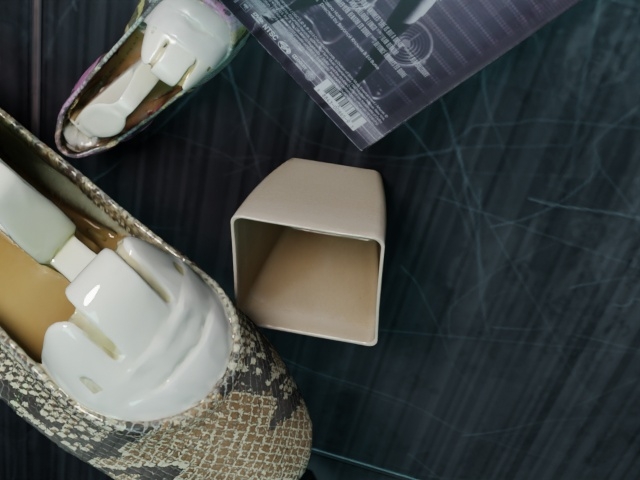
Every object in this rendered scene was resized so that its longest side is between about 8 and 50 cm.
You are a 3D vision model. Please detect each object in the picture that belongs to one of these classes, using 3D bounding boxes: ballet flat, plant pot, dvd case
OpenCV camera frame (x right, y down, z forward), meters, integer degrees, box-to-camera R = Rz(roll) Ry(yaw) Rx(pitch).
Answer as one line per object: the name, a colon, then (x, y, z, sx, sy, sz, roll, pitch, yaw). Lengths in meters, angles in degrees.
ballet flat: (-0.114, -0.121, 0.780, 0.077, 0.079, 0.221, 39, 130, -18)
plant pot: (0.000, 0.000, 0.845, 0.109, 0.096, 0.109, 9, 132, 9)
dvd case: (0.059, -0.172, 0.699, 0.221, 0.018, 0.164, -33, 116, 26)
ballet flat: (-0.199, 0.007, 0.778, 0.483, 0.164, 0.182, 40, 157, 7)
